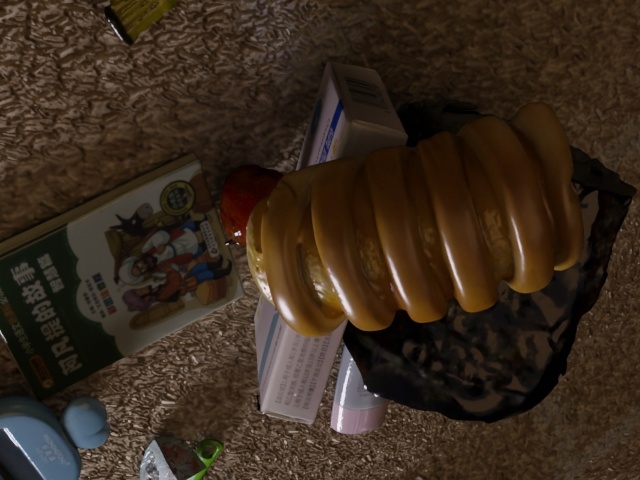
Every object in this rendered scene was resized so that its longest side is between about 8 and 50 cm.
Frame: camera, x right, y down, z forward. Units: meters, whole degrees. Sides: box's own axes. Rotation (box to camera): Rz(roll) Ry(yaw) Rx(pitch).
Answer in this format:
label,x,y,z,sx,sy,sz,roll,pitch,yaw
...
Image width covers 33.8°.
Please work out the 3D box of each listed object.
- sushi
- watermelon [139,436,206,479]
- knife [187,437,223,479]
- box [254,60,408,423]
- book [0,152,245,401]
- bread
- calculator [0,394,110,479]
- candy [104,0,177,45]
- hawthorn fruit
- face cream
label,x,y,z,sx,sy,sz,roll,pitch,yaw
sushi,0.172,0.011,1.186,0.281,0.299,0.294,9,113,-12
watermelon,-0.188,0.291,1.303,0.085,0.061,0.085,-6,107,-21
knife,-0.172,0.319,1.359,0.078,0.022,0.166,18,108,-24
box,0.000,0.000,1.137,0.065,0.200,0.343,12,115,-12
book,-0.224,0.042,1.144,0.264,0.027,0.202,-27,131,-15
bread,0.084,-0.002,0.963,0.311,0.121,0.173,-16,115,8
calculator,-0.375,0.257,1.166,0.302,0.042,0.188,-27,135,-10
candy,-0.173,-0.333,0.896,0.187,0.081,0.297,-39,132,-6
hawthorn fruit,-0.073,-0.034,1.150,0.081,0.081,0.093,5,109,-34
face cream,0.063,0.163,1.382,0.084,0.057,0.198,-7,124,-27
